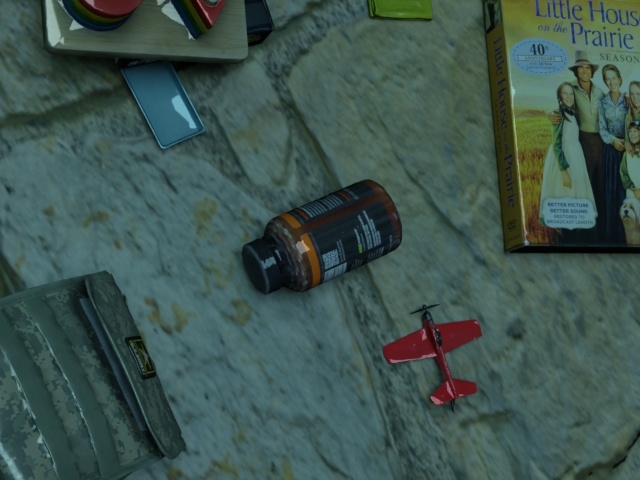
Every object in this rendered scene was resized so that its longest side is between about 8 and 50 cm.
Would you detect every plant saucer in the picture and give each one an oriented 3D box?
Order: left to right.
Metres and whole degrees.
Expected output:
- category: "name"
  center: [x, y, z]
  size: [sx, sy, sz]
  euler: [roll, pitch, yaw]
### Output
- category: "plant saucer"
  center: [-0.223, -0.214, 1.314]
  size: [0.067, 0.018, 0.192]
  euler: [-27, 87, -22]

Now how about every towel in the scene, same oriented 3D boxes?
- category: "towel"
  center: [0.108, -0.438, 1.470]
  size: [0.102, 0.021, 0.237]
  euler: [-3, 80, -18]

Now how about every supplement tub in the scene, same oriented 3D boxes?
- category: "supplement tub"
  center: [0.000, 0.000, 1.295]
  size: [0.197, 0.106, 0.106]
  euler: [-23, 86, -21]

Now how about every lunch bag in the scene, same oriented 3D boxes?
- category: "lunch bag"
  center: [-0.285, 0.171, 1.114]
  size: [0.287, 0.169, 0.235]
  euler: [-20, 83, -52]

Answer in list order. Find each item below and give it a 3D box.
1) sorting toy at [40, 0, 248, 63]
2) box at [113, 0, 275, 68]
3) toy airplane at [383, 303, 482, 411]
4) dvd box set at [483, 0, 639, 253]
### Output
- category: "sorting toy"
  center: [-0.206, -0.357, 1.223]
  size: [0.257, 0.089, 0.256]
  euler: [-2, 84, -28]
- category: "box"
  center: [-0.189, -0.331, 1.319]
  size: [0.220, 0.051, 0.175]
  euler: [-16, 84, -28]
- category: "toy airplane"
  center: [0.161, 0.159, 1.355]
  size: [0.151, 0.028, 0.151]
  euler: [3, 78, -16]
- category: "dvd box set"
  center: [0.404, -0.190, 1.493]
  size: [0.307, 0.062, 0.421]
  euler: [1, 78, -19]
